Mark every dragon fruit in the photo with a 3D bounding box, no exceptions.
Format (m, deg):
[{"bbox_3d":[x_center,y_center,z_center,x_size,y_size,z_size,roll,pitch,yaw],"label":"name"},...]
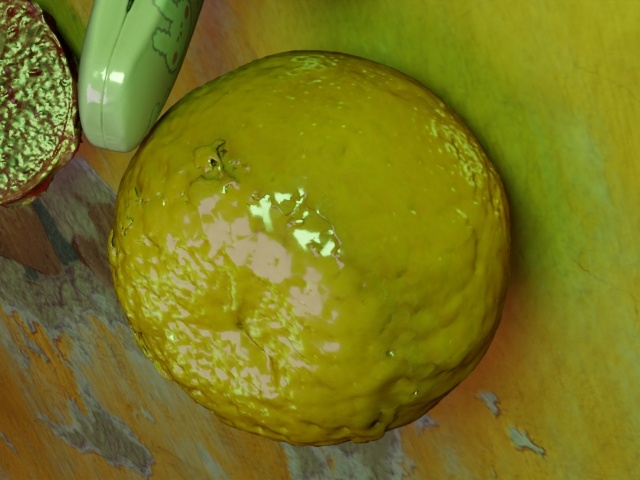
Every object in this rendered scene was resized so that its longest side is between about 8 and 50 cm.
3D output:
[{"bbox_3d":[-0.321,-0.177,1.735,0.161,0.126,0.274,-144,41,-88],"label":"dragon fruit"}]

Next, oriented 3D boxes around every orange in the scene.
[{"bbox_3d":[0.000,0.000,1.305,0.341,0.293,0.340,18,131,22],"label":"orange"}]

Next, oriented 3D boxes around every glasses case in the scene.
[{"bbox_3d":[-0.131,-0.207,1.256,0.075,0.296,0.113,12,153,4],"label":"glasses case"}]
